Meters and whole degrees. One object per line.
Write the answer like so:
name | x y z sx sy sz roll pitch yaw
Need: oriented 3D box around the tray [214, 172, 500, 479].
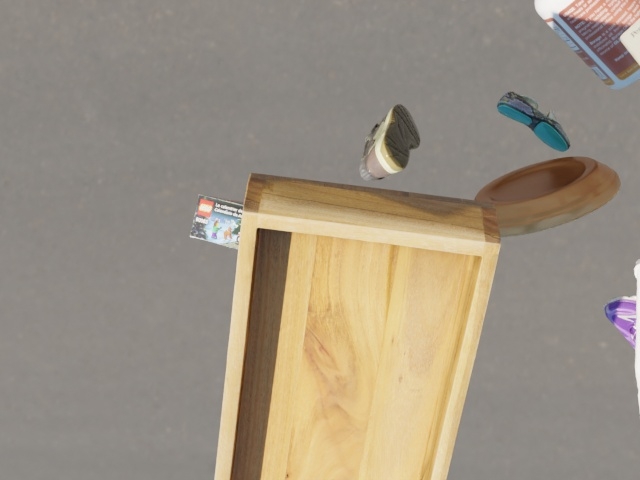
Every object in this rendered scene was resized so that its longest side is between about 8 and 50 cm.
tray | 0.017 0.145 1.067 0.203 0.076 0.410 7 121 -2

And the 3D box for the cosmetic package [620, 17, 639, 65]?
cosmetic package | 0.448 -0.144 1.208 0.160 0.309 0.113 -43 132 19

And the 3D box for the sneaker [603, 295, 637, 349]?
sneaker | 0.468 0.146 1.712 0.170 0.071 0.068 42 137 -2

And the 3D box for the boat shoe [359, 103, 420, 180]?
boat shoe | 0.105 -0.155 1.942 0.073 0.223 0.080 -27 105 22

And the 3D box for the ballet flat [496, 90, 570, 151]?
ballet flat | 0.289 -0.163 1.615 0.114 0.041 0.041 32 144 -6

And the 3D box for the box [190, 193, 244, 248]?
box | 0.000 0.000 1.223 0.159 0.044 0.233 15 -177 27

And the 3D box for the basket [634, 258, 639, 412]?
basket | 0.591 0.179 1.703 0.266 0.328 0.331 -2 179 19

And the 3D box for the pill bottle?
pill bottle | 0.375 -0.321 1.666 0.216 0.121 0.121 44 140 -12

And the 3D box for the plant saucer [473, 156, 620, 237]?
plant saucer | 0.275 -0.060 1.530 0.200 0.200 0.037 -10 107 32
